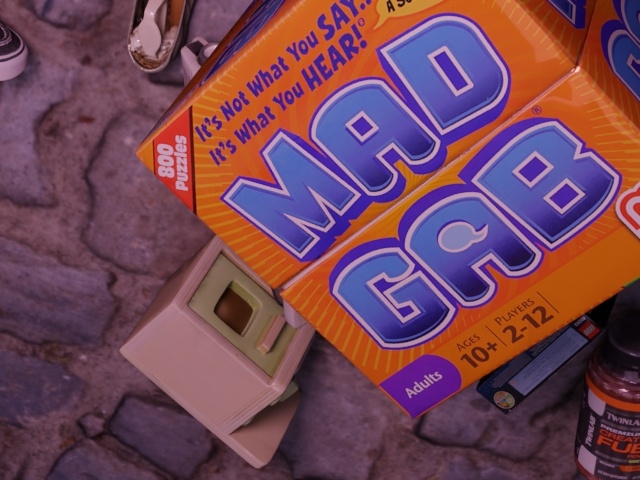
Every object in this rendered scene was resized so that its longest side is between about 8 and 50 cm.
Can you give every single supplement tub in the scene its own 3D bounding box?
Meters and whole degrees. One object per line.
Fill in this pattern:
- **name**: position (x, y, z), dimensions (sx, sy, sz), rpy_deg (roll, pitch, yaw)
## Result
- **supplement tub**: position (0.349, 0.184, 1.613), dimensions (0.106, 0.106, 0.198), rpy_deg (10, 127, 15)

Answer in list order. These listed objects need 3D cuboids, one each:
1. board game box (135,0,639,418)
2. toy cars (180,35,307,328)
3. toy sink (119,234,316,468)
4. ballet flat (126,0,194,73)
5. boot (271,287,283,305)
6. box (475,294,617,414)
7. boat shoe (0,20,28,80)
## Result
- **board game box**: position (0.124, -0.135, 1.301), dimensions (0.356, 0.356, 0.356), rpy_deg (44, 124, -12)
- **toy cars**: position (-0.052, -0.039, 1.508), dimensions (0.394, 0.087, 0.176), rpy_deg (61, 155, -4)
- **toy sink**: position (-0.096, 0.135, 1.724), dimensions (0.234, 0.153, 0.131), rpy_deg (43, 127, -10)
- **ballet flat**: position (-0.165, -0.272, 1.515), dimensions (0.072, 0.068, 0.213), rpy_deg (20, 128, 7)
- **boot**: position (0.000, 0.000, 1.618), dimensions (0.161, 0.083, 0.247), rpy_deg (18, 132, 24)
- **box**: position (0.255, 0.060, 1.479), dimensions (0.044, 0.233, 0.159), rpy_deg (38, 129, -2)
- **boat shoe**: position (-0.463, -0.284, 1.607), dimensions (0.301, 0.108, 0.102), rpy_deg (30, 131, 9)
